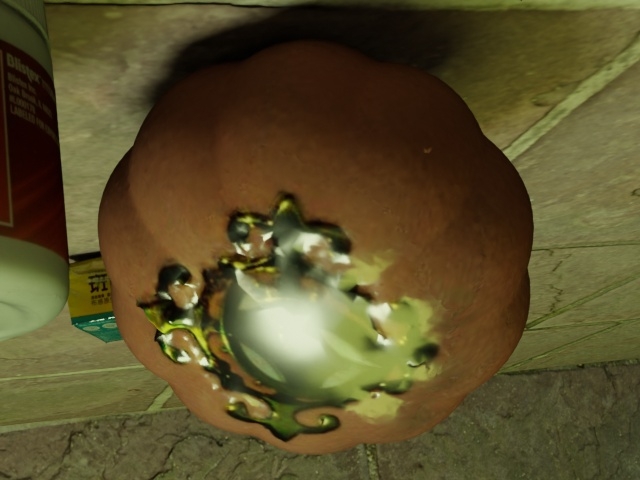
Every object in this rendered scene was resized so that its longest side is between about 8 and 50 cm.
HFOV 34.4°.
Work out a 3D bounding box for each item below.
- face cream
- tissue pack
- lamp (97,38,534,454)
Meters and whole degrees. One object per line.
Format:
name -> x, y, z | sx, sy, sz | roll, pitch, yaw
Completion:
face cream -> -0.241, -0.041, 0.548 | 0.201, 0.187, 0.201 | -8, 165, -2
tissue pack -> -0.183, 0.055, 1.140 | 0.169, 0.082, 0.120 | -10, 164, 6
lamp -> 0.000, 0.000, 0.732 | 0.306, 0.239, 0.305 | 7, 125, 10
